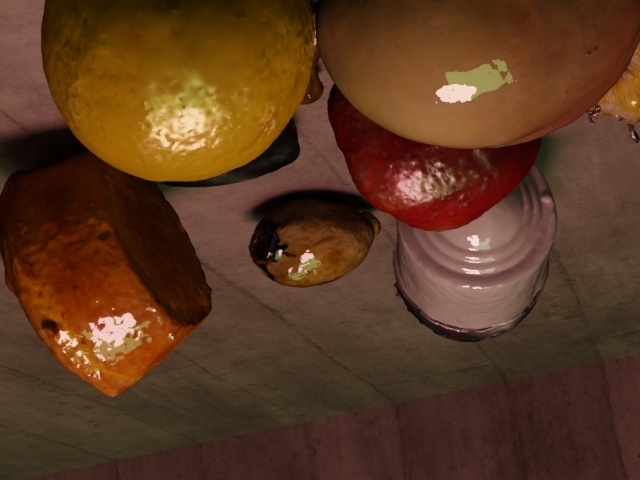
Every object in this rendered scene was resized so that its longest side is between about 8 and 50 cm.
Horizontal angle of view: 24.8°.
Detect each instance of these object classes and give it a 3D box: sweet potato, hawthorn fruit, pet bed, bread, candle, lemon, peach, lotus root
[{"bbox_3d":[-0.022,-0.191,1.549,0.054,0.053,0.182,29,160,8],"label":"sweet potato"},{"bbox_3d":[0.148,-0.133,1.528,0.266,0.230,0.210,-17,131,6],"label":"hawthorn fruit"},{"bbox_3d":[-0.124,-0.113,1.733,0.201,0.053,0.201,-9,162,-3],"label":"pet bed"},{"bbox_3d":[-0.258,0.029,1.739,0.172,0.312,0.312,-27,158,10],"label":"bread"},{"bbox_3d":[0.204,-0.003,1.958,0.221,0.221,0.342,-9,160,1],"label":"candle"},{"bbox_3d":[-0.120,-0.180,1.233,0.240,0.240,0.219,-6,159,-9],"label":"lemon"},{"bbox_3d":[0.147,-0.199,1.283,0.292,0.247,0.292,1,162,0],"label":"peach"},{"bbox_3d":[0.000,0.000,2.035,0.214,0.138,0.138,-11,165,-31],"label":"lotus root"}]

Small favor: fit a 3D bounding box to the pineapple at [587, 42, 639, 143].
[{"bbox_3d":[0.296,-0.198,1.485,0.047,0.221,0.221,-46,179,-28],"label":"pineapple"}]
